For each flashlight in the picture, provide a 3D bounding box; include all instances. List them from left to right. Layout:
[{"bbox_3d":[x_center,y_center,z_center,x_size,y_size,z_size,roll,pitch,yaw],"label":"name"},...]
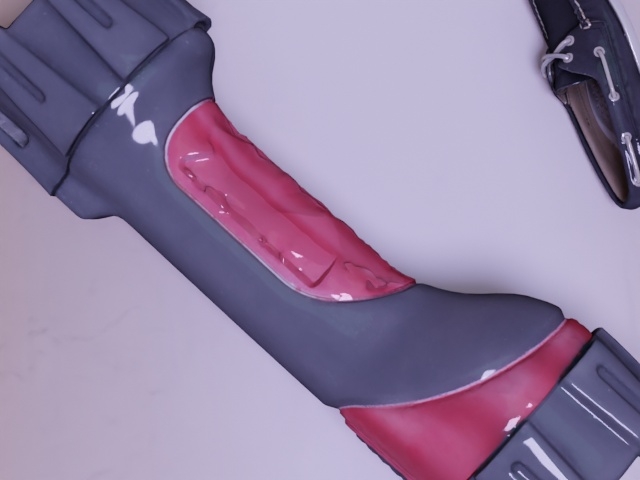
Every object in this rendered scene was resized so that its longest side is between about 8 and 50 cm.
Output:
[{"bbox_3d":[0.000,0.000,0.594,0.304,0.103,0.103,44,49,6],"label":"flashlight"}]

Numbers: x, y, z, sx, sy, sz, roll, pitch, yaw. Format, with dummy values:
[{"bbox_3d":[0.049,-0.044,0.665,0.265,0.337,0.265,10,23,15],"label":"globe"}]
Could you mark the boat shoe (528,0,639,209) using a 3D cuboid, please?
[{"bbox_3d":[0.121,-0.073,0.654,0.038,0.046,0.125,-27,89,-17],"label":"boat shoe"}]
